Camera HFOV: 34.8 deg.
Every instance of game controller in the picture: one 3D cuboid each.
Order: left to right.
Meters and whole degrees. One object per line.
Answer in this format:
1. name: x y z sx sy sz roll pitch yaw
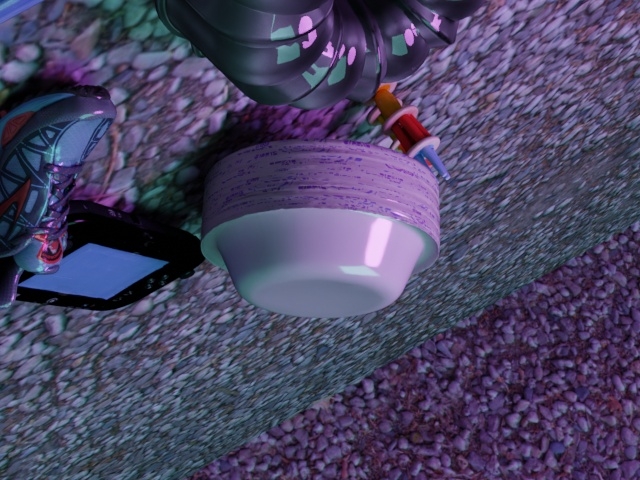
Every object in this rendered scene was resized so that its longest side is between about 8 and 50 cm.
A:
1. game controller: -0.260 0.026 1.171 0.166 0.067 0.319 -38 160 12

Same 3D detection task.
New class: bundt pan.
1. bundt pan: 0.030 -0.234 0.847 0.331 0.124 0.330 -28 154 -15

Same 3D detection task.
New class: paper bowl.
1. paper bowl: 0.000 0.000 1.213 0.284 0.148 0.284 2 159 1

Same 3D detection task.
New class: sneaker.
1. sneaker: -0.257 -0.031 0.939 0.262 0.125 0.104 -44 159 29

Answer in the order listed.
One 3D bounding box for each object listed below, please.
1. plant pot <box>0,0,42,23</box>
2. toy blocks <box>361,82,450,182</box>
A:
1. plant pot: -0.204 -0.225 0.410 0.236 0.212 0.236 -31 160 -8
2. toy blocks: 0.115 -0.122 1.285 0.054 0.148 0.123 -33 161 0
